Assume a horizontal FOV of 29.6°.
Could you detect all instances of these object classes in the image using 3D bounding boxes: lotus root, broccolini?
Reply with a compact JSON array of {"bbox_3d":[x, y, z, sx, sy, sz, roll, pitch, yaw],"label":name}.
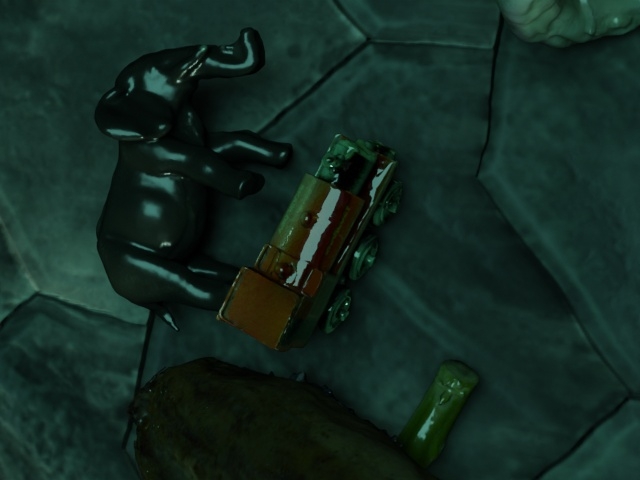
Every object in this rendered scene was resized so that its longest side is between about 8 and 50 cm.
[{"bbox_3d":[-0.038,0.176,0.875,0.329,0.078,0.167,26,82,37],"label":"lotus root"},{"bbox_3d":[-0.009,0.252,0.900,0.079,0.074,0.392,31,94,13],"label":"broccolini"}]

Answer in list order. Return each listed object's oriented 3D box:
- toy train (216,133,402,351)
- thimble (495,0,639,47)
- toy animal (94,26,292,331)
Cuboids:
[{"bbox_3d":[0.000,0.000,0.911,0.074,0.118,0.176,29,94,17],"label":"toy train"},{"bbox_3d":[0.200,-0.236,0.830,0.237,0.237,0.150,-21,73,15],"label":"thimble"},{"bbox_3d":[-0.108,-0.053,0.956,0.146,0.114,0.245,16,87,19],"label":"toy animal"}]
